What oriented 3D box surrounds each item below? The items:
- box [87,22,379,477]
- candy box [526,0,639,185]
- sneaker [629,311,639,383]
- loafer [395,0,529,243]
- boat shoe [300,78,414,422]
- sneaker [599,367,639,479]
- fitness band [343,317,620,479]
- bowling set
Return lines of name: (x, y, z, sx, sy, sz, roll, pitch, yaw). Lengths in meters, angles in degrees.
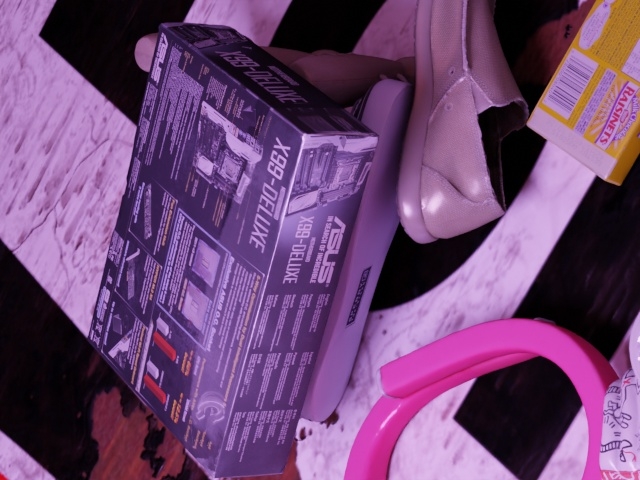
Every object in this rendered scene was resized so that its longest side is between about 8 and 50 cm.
box: (-0.081, 0.003, 1.577, 0.242, 0.076, 0.307, 39, 121, 48)
candy box: (0.249, -0.156, 1.502, 0.105, 0.027, 0.206, 41, 107, 43)
sneaker: (0.342, 0.099, 1.200, 0.282, 0.161, 0.102, 17, 97, 23)
loafer: (0.126, -0.126, 1.574, 0.092, 0.102, 0.269, 4, 79, 19)
boat shoe: (0.000, 0.000, 1.615, 0.102, 0.108, 0.301, 22, 108, 20)
sneaker: (0.279, 0.182, 1.307, 0.145, 0.090, 0.270, -38, 48, 33)
fitness band: (0.124, 0.175, 1.497, 0.291, 0.054, 0.209, -27, 58, 39)
bowling set: (-0.039, -0.087, 1.724, 0.287, 0.154, 0.200, 19, 109, 47)
